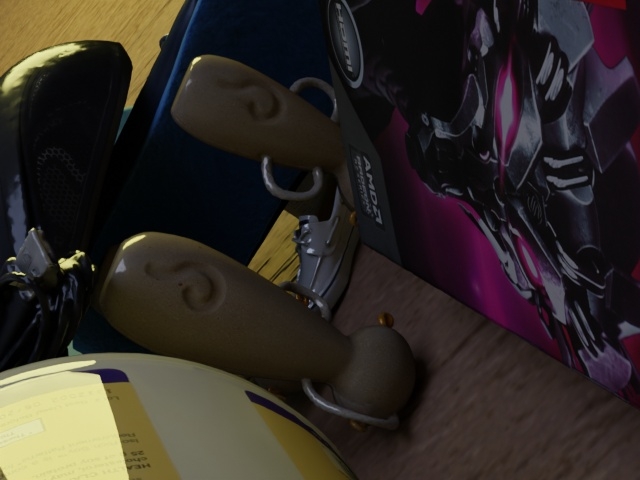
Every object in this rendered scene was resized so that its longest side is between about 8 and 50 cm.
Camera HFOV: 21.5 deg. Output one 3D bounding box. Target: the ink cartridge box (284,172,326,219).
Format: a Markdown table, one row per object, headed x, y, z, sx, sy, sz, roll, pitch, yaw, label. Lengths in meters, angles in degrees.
| x | y | z | sx | sy | sz | roll | pitch | yaw | label |
| --- | --- | --- | --- | --- | --- | --- | --- | --- | --- |
| 0.017 | -0.069 | 0.976 | 0.115 | 0.029 | 0.063 | -44 | 28 | 26 | ink cartridge box |

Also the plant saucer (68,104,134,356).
| x | y | z | sx | sy | sz | roll | pitch | yaw | label |
| --- | --- | --- | --- | --- | --- | --- | --- | --- | --- |
| -0.191 | 0.048 | 1.192 | 0.317 | 0.043 | 0.317 | -41 | 29 | 30 | plant saucer |

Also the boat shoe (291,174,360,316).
| x | y | z | sx | sy | sz | roll | pitch | yaw | label |
| --- | --- | --- | --- | --- | --- | --- | --- | --- | --- |
| 0.000 | 0.000 | 0.917 | 0.035 | 0.035 | 0.100 | -11 | 50 | 56 | boat shoe |

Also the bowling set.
| x | y | z | sx | sy | sz | roll | pitch | yaw | label |
| --- | --- | --- | --- | --- | --- | --- | --- | --- | --- |
| -0.049 | 0.070 | 0.839 | 0.200 | 0.154 | 0.287 | 131 | 160 | -61 | bowling set |

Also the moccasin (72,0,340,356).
| x | y | z | sx | sy | sz | roll | pitch | yaw | label |
| --- | --- | --- | --- | --- | --- | --- | --- | --- | --- |
| -0.052 | -0.092 | 0.936 | 0.342 | 0.137 | 0.117 | -53 | 23 | 8 | moccasin |

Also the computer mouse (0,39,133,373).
| x | y | z | sx | sy | sz | roll | pitch | yaw | label |
| --- | --- | --- | --- | --- | --- | --- | --- | --- | --- |
| -0.155 | -0.011 | 0.855 | 0.272 | 0.072 | 0.188 | -85 | 20 | -47 | computer mouse |

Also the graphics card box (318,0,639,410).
| x | y | z | sx | sy | sz | roll | pitch | yaw | label |
| --- | --- | --- | --- | --- | --- | --- | --- | --- | --- |
| 0.102 | -0.074 | 0.606 | 0.094 | 0.233 | 0.371 | -16 | 19 | -16 | graphics card box |

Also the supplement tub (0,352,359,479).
| x | y | z | sx | sy | sz | roll | pitch | yaw | label |
| --- | --- | --- | --- | --- | --- | --- | --- | --- | --- |
| -0.045 | 0.197 | 0.522 | 0.241 | 0.241 | 0.331 | -54 | 25 | 5 | supplement tub |
